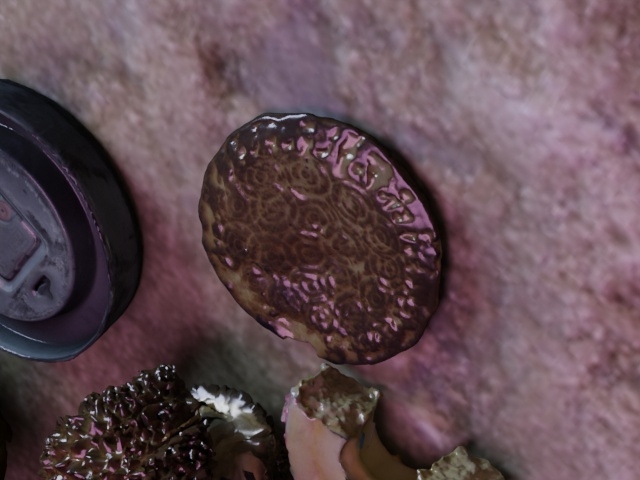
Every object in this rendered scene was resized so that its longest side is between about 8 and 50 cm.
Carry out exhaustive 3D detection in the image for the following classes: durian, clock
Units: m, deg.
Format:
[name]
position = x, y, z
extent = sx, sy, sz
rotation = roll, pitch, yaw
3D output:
[durian]
position = -0.118, 0.185, 1.346
extent = 0.167, 0.196, 0.196
rotation = -126, 27, -56
[clock]
position = -0.232, -0.016, 1.412
extent = 0.226, 0.049, 0.226
rotation = 19, 128, 26

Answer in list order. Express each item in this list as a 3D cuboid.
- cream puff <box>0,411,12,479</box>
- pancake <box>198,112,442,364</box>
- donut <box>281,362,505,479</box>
[cream puff]
position = -0.371, 0.158, 1.452
extent = 0.291, 0.257, 0.324
rotation = -125, 18, -51
[pancake]
position = -0.001, 0.001, 1.267
extent = 0.199, 0.021, 0.199
rotation = 19, 127, 26
[donut]
position = 0.049, 0.163, 1.302
extent = 0.166, 0.065, 0.108
rotation = 28, 132, 19
